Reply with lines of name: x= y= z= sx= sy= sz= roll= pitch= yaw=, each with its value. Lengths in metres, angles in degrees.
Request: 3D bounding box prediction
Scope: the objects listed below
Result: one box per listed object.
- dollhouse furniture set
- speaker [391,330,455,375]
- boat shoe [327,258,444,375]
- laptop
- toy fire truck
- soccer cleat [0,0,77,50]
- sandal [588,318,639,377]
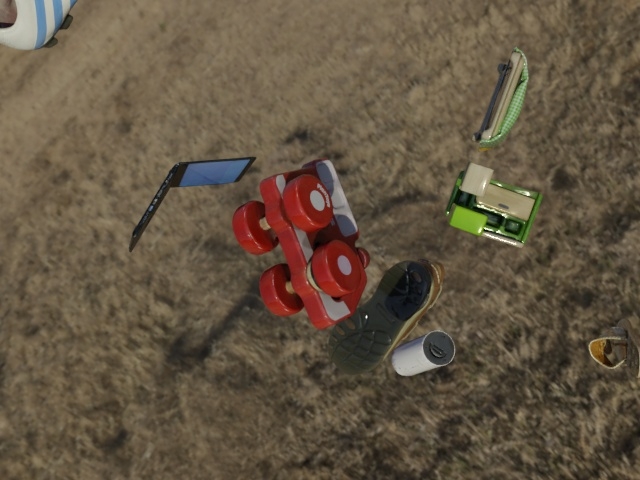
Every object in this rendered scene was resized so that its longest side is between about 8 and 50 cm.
dollhouse furniture set: x=0.334 y=-0.149 z=1.415 sx=0.197 sy=0.151 sz=0.301 roll=-51 pitch=-20 yaw=-82
speaker: x=0.160 y=0.180 z=1.320 sx=0.055 sy=0.055 sz=0.136 roll=-60 pitch=5 yaw=-22
boat shoe: x=0.140 y=0.154 z=1.667 sx=0.122 sy=0.120 sz=0.324 roll=53 pitch=129 yaw=16
laptop: x=-0.274 y=-0.072 z=1.745 sx=0.264 sy=0.136 sz=0.234 roll=-62 pitch=8 yaw=-15
toy fire truck: x=0.000 y=0.000 z=1.561 sx=0.169 sy=0.302 sz=0.254 roll=-24 pitch=-2 yaw=37
soccer cleat: x=-0.372 y=-0.394 z=1.162 sx=0.331 sy=0.143 sz=0.116 roll=-45 pitch=66 yaw=26
sandal: x=0.529 y=0.193 z=1.519 sx=0.079 sy=0.088 sz=0.240 roll=0 pitch=5 yaw=6
